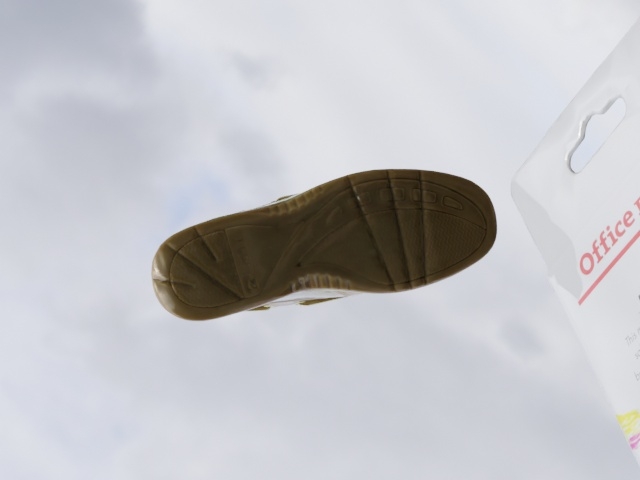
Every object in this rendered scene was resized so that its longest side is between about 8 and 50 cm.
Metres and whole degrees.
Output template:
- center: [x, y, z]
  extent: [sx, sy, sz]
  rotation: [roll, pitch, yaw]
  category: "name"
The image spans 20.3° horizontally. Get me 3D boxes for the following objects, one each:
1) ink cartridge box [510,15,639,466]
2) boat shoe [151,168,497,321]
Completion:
- center: [0.141, 0.022, 0.582]
  extent: [0.061, 0.104, 0.181]
  rotation: [-1, -126, -32]
  category: "ink cartridge box"
- center: [0.000, 0.000, 0.698]
  extent: [0.135, 0.050, 0.045]
  rotation: [-8, -177, -7]
  category: "boat shoe"
